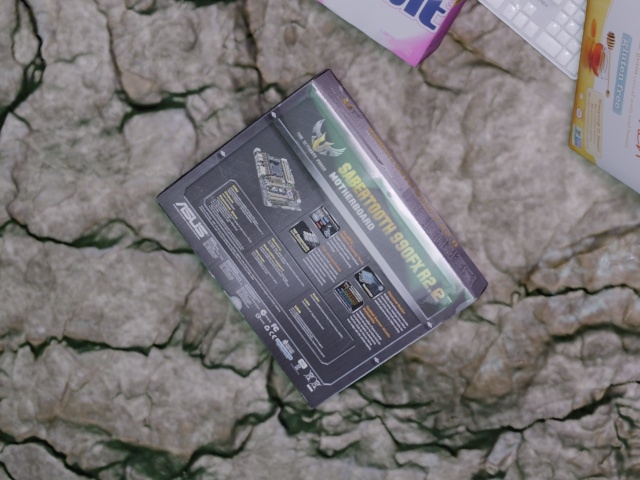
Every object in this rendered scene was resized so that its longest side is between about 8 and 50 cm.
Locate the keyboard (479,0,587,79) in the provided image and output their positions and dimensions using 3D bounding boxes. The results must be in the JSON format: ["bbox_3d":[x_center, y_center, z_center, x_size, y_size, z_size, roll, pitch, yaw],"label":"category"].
[{"bbox_3d":[0.129,-0.236,1.424,0.256,0.014,0.072,41,112,3],"label":"keyboard"}]

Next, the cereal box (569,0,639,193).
[{"bbox_3d":[0.273,-0.105,1.304,0.047,0.240,0.173,-8,116,-24],"label":"cereal box"}]

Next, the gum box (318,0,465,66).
[{"bbox_3d":[0.034,-0.239,1.418,0.188,0.062,0.107,35,119,6],"label":"gum box"}]

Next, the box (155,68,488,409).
[{"bbox_3d":[0.000,0.000,1.506,0.183,0.056,0.231,-36,93,22],"label":"box"}]
